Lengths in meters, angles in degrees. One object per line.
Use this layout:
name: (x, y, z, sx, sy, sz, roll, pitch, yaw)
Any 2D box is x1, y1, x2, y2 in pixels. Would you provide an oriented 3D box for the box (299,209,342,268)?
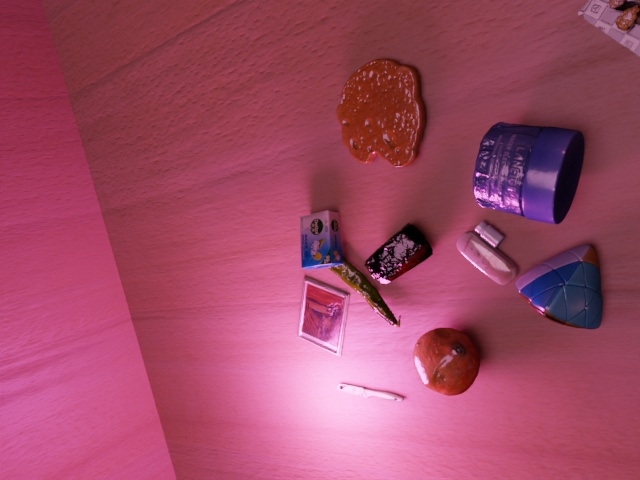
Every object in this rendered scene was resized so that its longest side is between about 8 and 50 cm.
box: (0.000, 0.001, 2.024, 0.139, 0.073, 0.194, -11, 77, 38)

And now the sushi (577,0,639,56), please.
sushi: (0.770, -0.575, 1.362, 0.210, 0.040, 0.192, 48, 125, 16)

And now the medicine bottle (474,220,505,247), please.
medicine bottle: (0.511, -0.019, 1.696, 0.083, 0.047, 0.047, 44, 123, 20)

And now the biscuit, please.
biscuit: (0.195, -0.401, 1.818, 0.312, 0.057, 0.351, -10, 95, 38)

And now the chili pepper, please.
chili pepper: (0.164, 0.179, 1.985, 0.359, 0.076, 0.084, 43, 128, 27)

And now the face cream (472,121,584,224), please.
face cream: (0.550, -0.183, 1.497, 0.225, 0.249, 0.248, 15, 111, 35)

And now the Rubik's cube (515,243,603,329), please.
Rubik's cube: (0.708, 0.134, 1.542, 0.255, 0.254, 0.254, 10, 108, 34)

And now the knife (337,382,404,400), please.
knife: (0.183, 0.576, 2.114, 0.293, 0.020, 0.043, 3, 105, 36)

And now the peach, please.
peach: (0.400, 0.378, 1.780, 0.233, 0.233, 0.232, 10, 108, 34)

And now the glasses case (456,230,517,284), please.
glasses case: (0.507, 0.053, 1.715, 0.204, 0.051, 0.081, 41, 125, 20)

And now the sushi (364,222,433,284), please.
sushi: (0.254, 0.044, 1.847, 0.225, 0.136, 0.126, -37, 88, 32)

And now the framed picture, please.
framed picture: (0.005, 0.295, 2.170, 0.217, 0.016, 0.273, 18, 113, 31)
